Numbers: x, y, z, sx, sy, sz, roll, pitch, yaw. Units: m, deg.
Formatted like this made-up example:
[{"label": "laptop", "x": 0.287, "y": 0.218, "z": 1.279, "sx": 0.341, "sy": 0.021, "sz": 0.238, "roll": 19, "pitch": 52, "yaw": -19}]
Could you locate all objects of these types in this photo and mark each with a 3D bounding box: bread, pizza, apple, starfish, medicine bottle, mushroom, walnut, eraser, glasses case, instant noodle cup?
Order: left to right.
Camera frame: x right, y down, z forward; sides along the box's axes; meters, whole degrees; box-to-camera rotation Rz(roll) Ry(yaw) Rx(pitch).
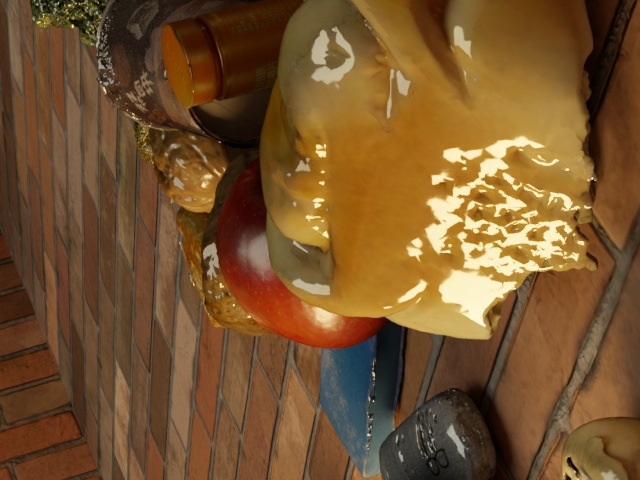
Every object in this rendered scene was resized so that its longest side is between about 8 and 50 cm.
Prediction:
[{"label": "starfish", "x": -0.261, "y": -0.142, "z": 2.532, "sx": 0.176, "sy": 0.053, "sz": 0.208, "roll": 68, "pitch": 168, "yaw": -12}, {"label": "walnut", "x": -0.153, "y": -0.122, "z": 2.091, "sx": 0.184, "sy": 0.155, "sz": 0.155, "roll": -123, "pitch": 25, "yaw": -43}, {"label": "instant noodle cup", "x": -0.131, "y": -0.214, "z": 1.884, "sx": 0.207, "sy": 0.217, "sz": 0.217, "roll": 27, "pitch": 131, "yaw": 55}, {"label": "pizza", "x": -0.150, "y": 0.045, "z": 2.335, "sx": 0.154, "sy": 0.069, "sz": 0.194, "roll": 43, "pitch": 150, "yaw": 56}, {"label": "medicine bottle", "x": -0.068, "y": -0.210, "z": 1.720, "sx": 0.096, "sy": 0.192, "sz": 0.096, "roll": 51, "pitch": 150, "yaw": 46}, {"label": "bread", "x": -0.058, "y": 0.005, "z": 1.878, "sx": 0.230, "sy": 0.123, "sz": 0.230, "roll": 11, "pitch": -90, "yaw": -76}, {"label": "apple", "x": 0.000, "y": 0.000, "z": 1.672, "sx": 0.218, "sy": 0.218, "sz": 0.201, "roll": 50, "pitch": 175, "yaw": 49}, {"label": "eraser", "x": 0.048, "y": 0.132, "z": 1.897, "sx": 0.144, "sy": 0.042, "sz": 0.312, "roll": -124, "pitch": 26, "yaw": -43}, {"label": "bread", "x": 0.084, "y": -0.091, "z": 1.322, "sx": 0.329, "sy": 0.245, "sz": 0.424, "roll": 61, "pitch": 152, "yaw": 33}, {"label": "glasses case", "x": 0.124, "y": 0.242, "z": 1.738, "sx": 0.282, "sy": 0.067, "sz": 0.109, "roll": 125, "pitch": 128, "yaw": -63}, {"label": "mushroom", "x": 0.247, "y": 0.220, "z": 1.308, "sx": 0.154, "sy": 0.122, "sz": 0.154, "roll": 53, "pitch": 157, "yaw": 34}]

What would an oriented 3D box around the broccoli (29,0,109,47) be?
[{"label": "broccoli", "x": -0.281, "y": -0.314, "z": 2.266, "sx": 0.252, "sy": 0.221, "sz": 0.361, "roll": 39, "pitch": 160, "yaw": -4}]
